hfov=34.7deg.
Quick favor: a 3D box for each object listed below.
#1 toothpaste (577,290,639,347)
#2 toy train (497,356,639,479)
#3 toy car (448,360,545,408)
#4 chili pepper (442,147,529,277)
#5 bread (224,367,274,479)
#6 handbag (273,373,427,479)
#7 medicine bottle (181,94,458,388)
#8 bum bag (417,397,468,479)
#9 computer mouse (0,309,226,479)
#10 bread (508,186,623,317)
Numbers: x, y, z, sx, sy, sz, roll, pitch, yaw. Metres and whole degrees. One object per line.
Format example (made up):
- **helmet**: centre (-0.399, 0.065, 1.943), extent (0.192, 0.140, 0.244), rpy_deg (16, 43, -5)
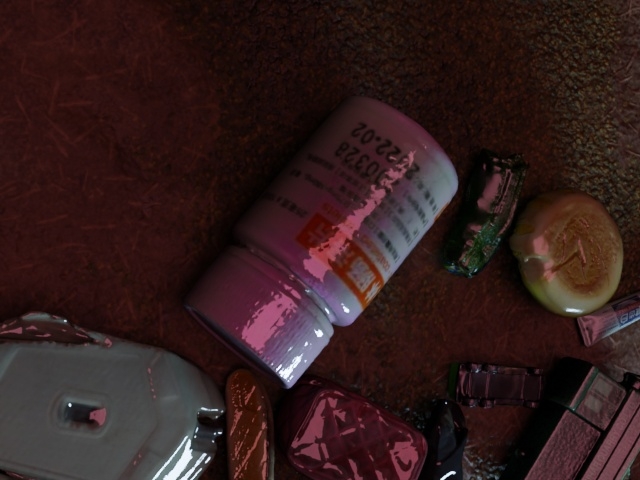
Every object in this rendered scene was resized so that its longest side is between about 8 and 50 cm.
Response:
- **toothpaste**: centre (0.542, 0.115, 1.770), extent (0.233, 0.038, 0.060), rpy_deg (-21, 96, -17)
- **toy train**: centre (0.413, 0.343, 1.679), extent (0.178, 0.138, 0.330), rpy_deg (35, 81, -10)
- **toy car**: centre (0.284, 0.231, 1.652), extent (0.165, 0.062, 0.071), rpy_deg (6, 91, -22)
- **chili pepper**: centre (0.263, -0.047, 1.635), extent (0.098, 0.061, 0.224), rpy_deg (26, 81, -16)
- **bread**: centre (-0.100, 0.293, 1.486), extent (0.073, 0.053, 0.214), rpy_deg (-6, 76, 6)
- **handbag**: centre (0.038, 0.299, 1.519), extent (0.225, 0.135, 0.146), rpy_deg (29, 82, -16)
- **medicine bottle**: centre (0.000, 0.000, 1.444), extent (0.219, 0.219, 0.388), rpy_deg (45, 76, -18)
- **bum bag**: centre (0.175, 0.413, 1.583), extent (0.095, 0.144, 0.340), rpy_deg (6, 91, 19)
- **computer mouse**: centre (-0.330, 0.224, 1.363), extent (0.429, 0.145, 0.228), rpy_deg (18, 78, -34)
- **bread**: centre (0.398, 0.018, 1.669), extent (0.213, 0.105, 0.213), rpy_deg (1, 88, -22)
